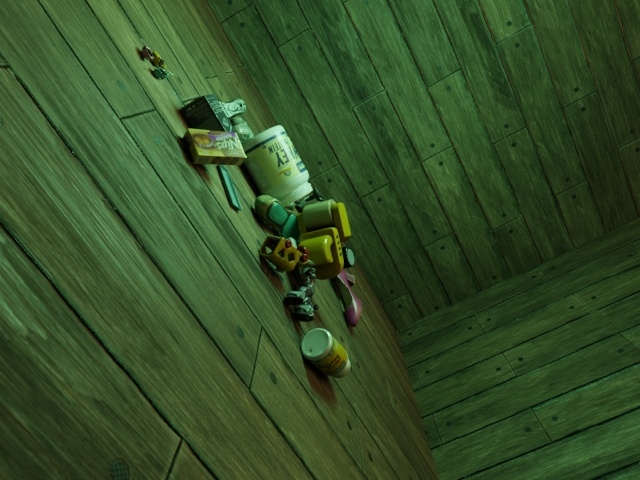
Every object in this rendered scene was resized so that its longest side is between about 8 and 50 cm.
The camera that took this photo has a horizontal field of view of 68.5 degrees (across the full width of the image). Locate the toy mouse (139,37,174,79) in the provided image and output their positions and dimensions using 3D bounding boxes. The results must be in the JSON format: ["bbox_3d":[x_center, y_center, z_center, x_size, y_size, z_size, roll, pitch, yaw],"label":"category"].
[{"bbox_3d":[-0.558,-0.592,1.574,0.161,0.031,0.143,55,12,-37],"label":"toy mouse"}]

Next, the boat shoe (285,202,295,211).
[{"bbox_3d":[-0.199,-0.289,2.389,0.103,0.113,0.302,57,10,-59],"label":"boat shoe"}]

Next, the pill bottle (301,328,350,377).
[{"bbox_3d":[0.027,0.406,1.659,0.208,0.118,0.117,54,13,-44],"label":"pill bottle"}]

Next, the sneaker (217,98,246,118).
[{"bbox_3d":[-0.429,-0.541,1.999,0.227,0.130,0.087,-39,108,-52],"label":"sneaker"}]

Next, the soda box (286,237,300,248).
[{"bbox_3d":[-0.112,0.049,2.051,0.073,0.069,0.216,65,10,15],"label":"soda box"}]

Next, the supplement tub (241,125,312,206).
[{"bbox_3d":[-0.198,-0.321,2.112,0.324,0.235,0.235,60,10,-10],"label":"supplement tub"}]

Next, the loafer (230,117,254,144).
[{"bbox_3d":[-0.369,-0.483,2.074,0.111,0.112,0.319,56,3,-10],"label":"loafer"}]

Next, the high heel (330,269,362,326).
[{"bbox_3d":[0.112,0.301,2.566,0.181,0.127,0.377,24,32,-25],"label":"high heel"}]

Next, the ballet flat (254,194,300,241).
[{"bbox_3d":[-0.180,-0.095,2.012,0.123,0.123,0.348,68,9,28],"label":"ballet flat"}]

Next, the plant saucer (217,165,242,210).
[{"bbox_3d":[-0.333,-0.194,1.711,0.192,0.018,0.067,66,10,24],"label":"plant saucer"}]

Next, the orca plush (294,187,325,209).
[{"bbox_3d":[-0.042,-0.209,2.300,0.287,0.151,0.102,117,-10,-73],"label":"orca plush"}]

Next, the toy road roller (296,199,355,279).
[{"bbox_3d":[0.000,0.000,1.971,0.241,0.203,0.329,-7,85,-66],"label":"toy road roller"}]

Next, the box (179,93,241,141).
[{"bbox_3d":[-0.395,-0.416,1.718,0.207,0.108,0.153,60,9,-15],"label":"box"}]

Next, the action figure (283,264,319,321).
[{"bbox_3d":[-0.054,0.206,1.803,0.285,0.099,0.185,-61,141,-69],"label":"action figure"}]

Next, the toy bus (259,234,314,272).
[{"bbox_3d":[-0.131,0.067,1.731,0.202,0.104,0.191,27,-17,5],"label":"toy bus"}]

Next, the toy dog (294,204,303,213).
[{"bbox_3d":[-0.074,-0.074,2.278,0.334,0.161,0.220,143,-57,-59],"label":"toy dog"}]

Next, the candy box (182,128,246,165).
[{"bbox_3d":[-0.350,-0.309,1.566,0.187,0.053,0.109,-6,65,-43],"label":"candy box"}]
